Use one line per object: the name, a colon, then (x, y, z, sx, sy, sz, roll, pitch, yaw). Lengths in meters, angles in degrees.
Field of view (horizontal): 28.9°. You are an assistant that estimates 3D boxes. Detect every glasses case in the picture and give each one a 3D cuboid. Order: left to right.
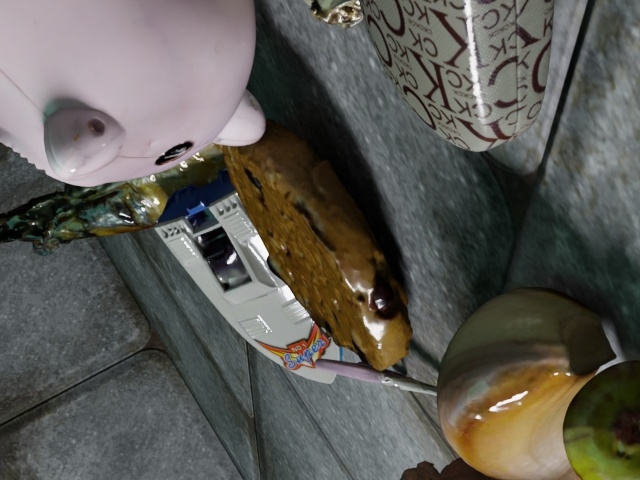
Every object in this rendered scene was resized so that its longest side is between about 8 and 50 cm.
glasses case: (0.064, -0.198, 0.673, 0.137, 0.085, 0.354, 51, 161, 39)

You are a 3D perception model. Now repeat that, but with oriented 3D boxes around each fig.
fig: (0.194, 0.135, 0.821, 0.093, 0.093, 0.166, 58, 165, 14)

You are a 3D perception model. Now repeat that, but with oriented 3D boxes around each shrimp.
shrimp: (-0.274, -0.097, 1.456, 0.445, 0.085, 0.272, -25, 125, 37)

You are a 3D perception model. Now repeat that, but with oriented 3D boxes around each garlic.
garlic: (0.149, 0.109, 0.913, 0.206, 0.128, 0.115, 69, -171, -48)

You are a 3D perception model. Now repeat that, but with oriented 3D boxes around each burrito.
burrito: (-0.023, -0.232, 0.988, 0.045, 0.041, 0.185, 12, -146, -52)

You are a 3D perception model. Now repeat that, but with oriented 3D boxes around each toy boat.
toy boat: (-0.060, 0.060, 1.432, 0.295, 0.129, 0.088, 55, -152, -26)

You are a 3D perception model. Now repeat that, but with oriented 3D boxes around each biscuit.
biscuit: (0.001, -0.001, 1.224, 0.296, 0.075, 0.296, 52, 167, 17)

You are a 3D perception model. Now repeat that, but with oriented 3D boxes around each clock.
clock: (-0.207, -0.237, 1.055, 0.250, 0.368, 0.376, -41, 77, 34)

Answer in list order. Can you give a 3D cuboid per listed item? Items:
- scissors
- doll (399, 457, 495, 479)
scissors: (0.083, 0.140, 1.247, 0.212, 0.110, 0.021, 3, 82, 56)
doll: (0.171, 0.258, 1.026, 0.201, 0.156, 0.303, 66, -162, 12)
